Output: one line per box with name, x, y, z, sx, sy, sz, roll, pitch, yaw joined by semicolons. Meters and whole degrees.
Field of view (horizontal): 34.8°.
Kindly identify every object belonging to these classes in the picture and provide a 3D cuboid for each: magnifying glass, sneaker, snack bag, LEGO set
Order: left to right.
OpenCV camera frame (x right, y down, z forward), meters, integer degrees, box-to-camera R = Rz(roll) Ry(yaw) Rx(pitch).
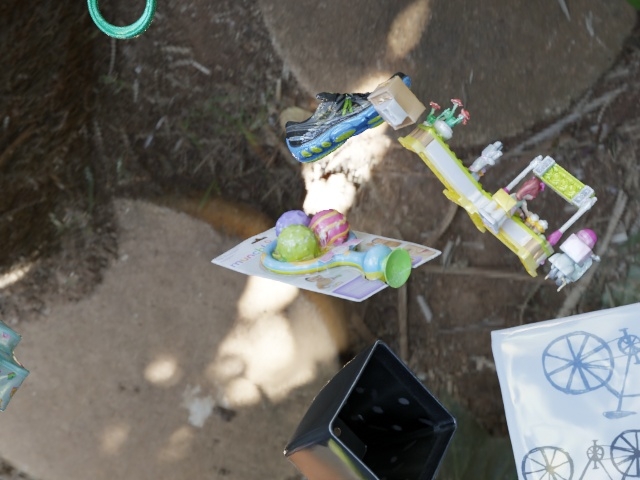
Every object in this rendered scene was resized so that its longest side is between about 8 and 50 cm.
magnifying glass;-0.275;-0.385;1.362;0.092;0.026;0.231;-8;94;11
sneaker;0.035;-0.177;1.367;0.188;0.067;0.078;-29;74;3
LEGO set;0.184;-0.078;1.060;0.107;0.132;0.287;-43;76;-1
snack bag;0.393;0.235;1.246;0.323;0.342;0.037;-12;150;13

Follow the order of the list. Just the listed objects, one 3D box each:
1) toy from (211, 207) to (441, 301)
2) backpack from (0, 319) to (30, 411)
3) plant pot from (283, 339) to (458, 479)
toy;0.000;0.000;1.139;0.237;0.137;0.056;17;124;42
backpack;-0.541;0.177;1.561;0.166;0.144;0.188;12;149;39
plant pot;0.061;0.294;1.510;0.188;0.187;0.167;46;136;-12
